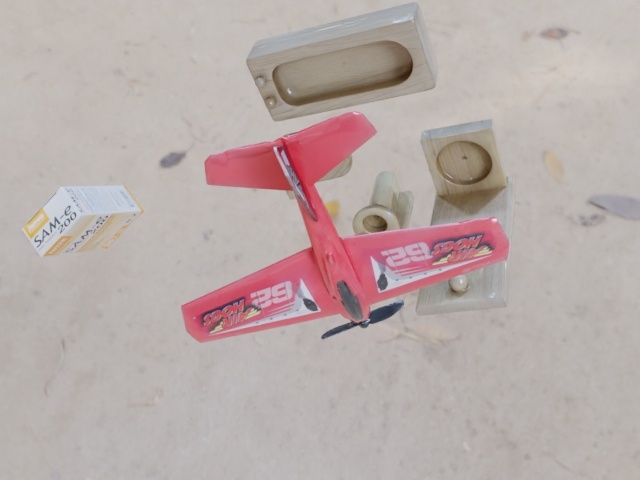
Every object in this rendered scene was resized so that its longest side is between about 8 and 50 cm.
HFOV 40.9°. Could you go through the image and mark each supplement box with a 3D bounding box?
[{"bbox_3d":[-0.222,-0.019,0.812,0.036,0.062,0.098,53,22,11],"label":"supplement box"}]

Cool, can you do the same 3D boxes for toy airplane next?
[{"bbox_3d":[0.000,0.000,0.366,0.151,0.151,0.028,-1,53,-12],"label":"toy airplane"}]

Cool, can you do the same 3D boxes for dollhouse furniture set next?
[{"bbox_3d":[0.034,-0.046,0.543,0.144,0.151,0.123,-8,38,22],"label":"dollhouse furniture set"}]
